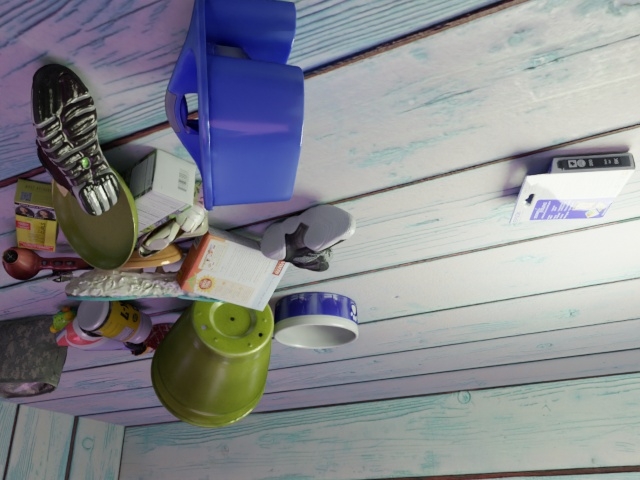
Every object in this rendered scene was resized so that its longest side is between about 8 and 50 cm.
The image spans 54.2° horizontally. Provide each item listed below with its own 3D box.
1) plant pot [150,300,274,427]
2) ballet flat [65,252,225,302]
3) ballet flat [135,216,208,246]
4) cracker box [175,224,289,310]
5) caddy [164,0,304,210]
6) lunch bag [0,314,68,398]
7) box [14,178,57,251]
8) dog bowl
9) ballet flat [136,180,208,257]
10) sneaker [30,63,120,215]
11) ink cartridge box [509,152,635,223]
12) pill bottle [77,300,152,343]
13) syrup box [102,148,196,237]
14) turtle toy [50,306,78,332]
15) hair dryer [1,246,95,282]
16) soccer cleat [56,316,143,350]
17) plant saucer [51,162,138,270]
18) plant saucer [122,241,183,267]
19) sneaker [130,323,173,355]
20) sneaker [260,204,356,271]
[{"bbox_3d":[-0.294,0.313,1.848,0.366,0.367,0.353,8,142,-17],"label":"plant pot"},{"bbox_3d":[-0.420,0.086,1.572,0.408,0.147,0.147,4,155,-23],"label":"ballet flat"},{"bbox_3d":[-0.370,-0.029,1.407,0.248,0.086,0.086,-4,154,6],"label":"ballet flat"},{"bbox_3d":[-0.210,0.069,1.521,0.232,0.067,0.156,21,107,-33],"label":"cracker box"},{"bbox_3d":[-0.129,-0.188,0.891,0.179,0.242,0.341,-3,154,-10],"label":"caddy"},{"bbox_3d":[-0.943,0.382,2.062,0.286,0.235,0.169,-10,147,21],"label":"lunch bag"},{"bbox_3d":[-0.620,-0.050,1.372,0.087,0.058,0.232,10,153,-21],"label":"box"},{"bbox_3d":[-0.015,0.254,1.958,0.264,0.104,0.265,0,155,0],"label":"dog bowl"},{"bbox_3d":[-0.302,-0.032,1.307,0.221,0.079,0.077,-37,122,19],"label":"ballet flat"},{"bbox_3d":[-0.453,-0.179,1.070,0.162,0.106,0.282,28,140,32],"label":"sneaker"},{"bbox_3d":[0.506,-0.103,1.291,0.208,0.045,0.206,-4,154,4],"label":"ink cartridge box"},{"bbox_3d":[-0.622,0.241,1.908,0.119,0.119,0.208,-13,152,25],"label":"pill bottle"},{"bbox_3d":[-0.360,-0.084,1.264,0.236,0.093,0.096,-24,146,39],"label":"syrup box"},{"bbox_3d":[-0.791,0.252,1.987,0.095,0.066,0.130,-37,145,16],"label":"turtle toy"},{"bbox_3d":[-0.665,0.046,1.545,0.223,0.080,0.293,-16,170,24],"label":"hair dryer"},{"bbox_3d":[-0.698,0.308,2.008,0.116,0.109,0.318,-30,156,13],"label":"soccer cleat"},{"bbox_3d":[-0.433,-0.060,1.220,0.240,0.241,0.037,-22,-176,38],"label":"plant saucer"},{"bbox_3d":[-0.420,0.022,1.449,0.199,0.037,0.200,2,-167,0],"label":"plant saucer"},{"bbox_3d":[-0.561,0.341,2.180,0.225,0.088,0.092,-17,170,31],"label":"sneaker"},{"bbox_3d":[0.000,0.000,1.444,0.268,0.101,0.153,-14,152,39],"label":"sneaker"}]
